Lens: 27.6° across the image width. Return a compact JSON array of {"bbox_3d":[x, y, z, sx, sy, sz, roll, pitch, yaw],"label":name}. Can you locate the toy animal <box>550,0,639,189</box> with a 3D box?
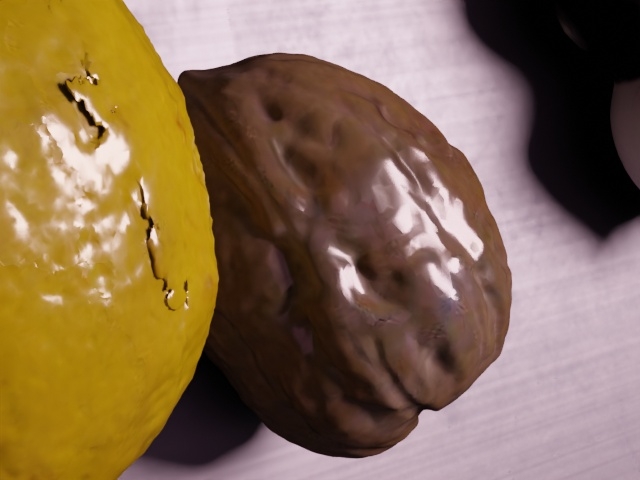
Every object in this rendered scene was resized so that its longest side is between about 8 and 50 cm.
[{"bbox_3d":[0.258,-0.125,0.851,0.187,0.165,0.235,-39,107,-44],"label":"toy animal"}]

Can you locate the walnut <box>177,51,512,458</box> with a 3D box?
[{"bbox_3d":[0.000,0.001,0.696,0.178,0.178,0.230,-43,100,-25],"label":"walnut"}]

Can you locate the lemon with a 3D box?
[{"bbox_3d":[-0.169,-0.010,0.542,0.260,0.260,0.284,-34,86,-27],"label":"lemon"}]
